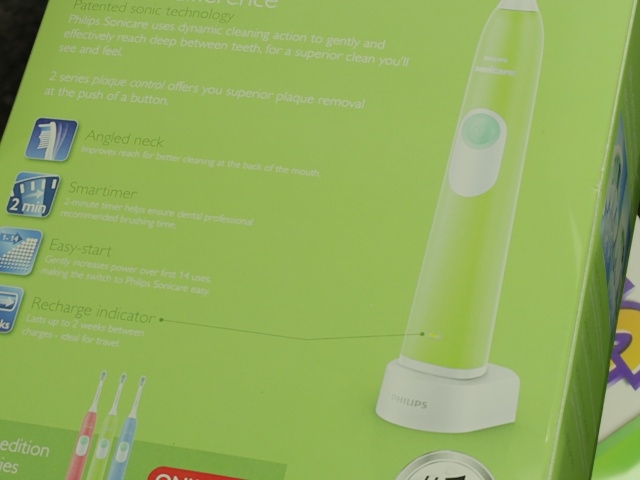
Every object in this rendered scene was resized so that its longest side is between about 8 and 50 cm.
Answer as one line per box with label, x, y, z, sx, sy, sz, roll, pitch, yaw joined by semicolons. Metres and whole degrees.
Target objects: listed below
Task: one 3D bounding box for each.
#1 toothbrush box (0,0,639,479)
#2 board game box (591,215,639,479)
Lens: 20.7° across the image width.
toothbrush box;0.000;0.000;0.614;0.206;0.122;0.283;6;66;15
board game box;0.068;0.016;0.690;0.124;0.039;0.259;-18;64;-9
